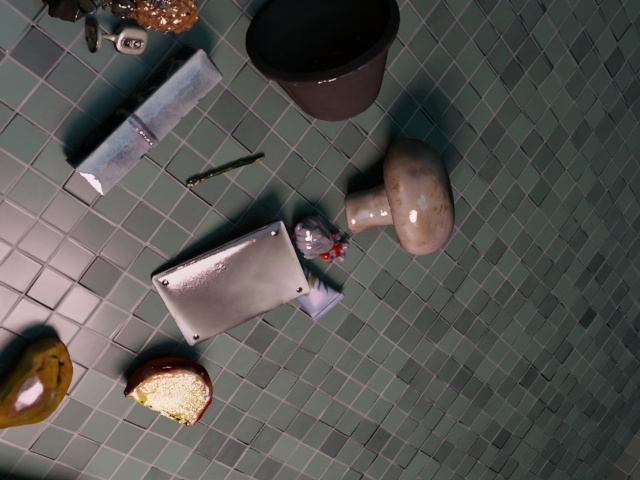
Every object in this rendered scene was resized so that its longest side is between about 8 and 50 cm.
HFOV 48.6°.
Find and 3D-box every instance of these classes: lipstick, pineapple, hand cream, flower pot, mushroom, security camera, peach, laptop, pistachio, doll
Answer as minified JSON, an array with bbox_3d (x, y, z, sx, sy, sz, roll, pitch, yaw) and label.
[{"bbox_3d":[-0.288,-0.205,1.175,0.289,0.077,0.076,-46,126,-10],"label":"lipstick"},{"bbox_3d":[-0.307,-0.374,1.070,0.237,0.119,0.111,-6,99,-29],"label":"pineapple"},{"bbox_3d":[-0.043,0.080,1.473,0.088,0.055,0.256,-44,132,-1],"label":"hand cream"},{"bbox_3d":[0.015,-0.321,1.247,0.269,0.269,0.166,-40,148,-13],"label":"flower pot"},{"bbox_3d":[0.158,-0.083,1.455,0.244,0.243,0.243,-13,115,-28],"label":"mushroom"},{"bbox_3d":[-0.319,-0.322,1.124,0.092,0.058,0.058,-8,113,-34],"label":"security camera"},{"bbox_3d":[-0.294,0.285,1.365,0.172,0.092,0.127,7,100,-23],"label":"peach"},{"bbox_3d":[-0.167,0.086,1.370,0.269,0.015,0.187,-24,123,-5],"label":"laptop"},{"bbox_3d":[-0.495,0.258,1.216,0.189,0.100,0.110,-50,123,-8],"label":"pistachio"},{"bbox_3d":[0.000,0.000,1.451,0.180,0.079,0.093,28,77,-50],"label":"doll"}]

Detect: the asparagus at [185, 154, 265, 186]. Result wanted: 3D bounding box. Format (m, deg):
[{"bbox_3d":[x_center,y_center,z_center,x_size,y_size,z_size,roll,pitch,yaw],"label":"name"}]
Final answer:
[{"bbox_3d":[-0.175,-0.131,1.319,0.166,0.013,0.016,-23,109,-24],"label":"asparagus"}]
